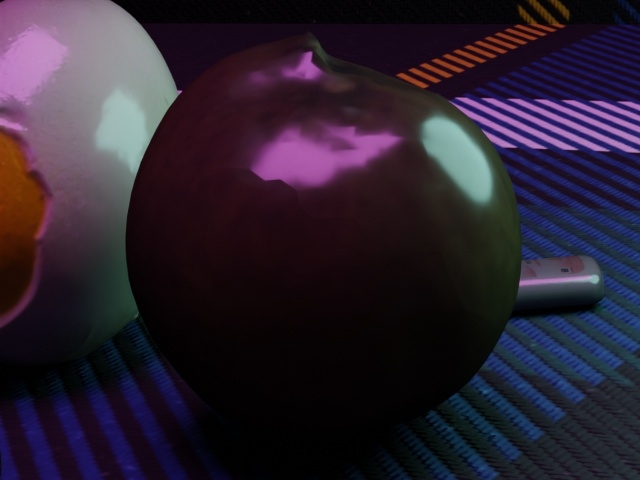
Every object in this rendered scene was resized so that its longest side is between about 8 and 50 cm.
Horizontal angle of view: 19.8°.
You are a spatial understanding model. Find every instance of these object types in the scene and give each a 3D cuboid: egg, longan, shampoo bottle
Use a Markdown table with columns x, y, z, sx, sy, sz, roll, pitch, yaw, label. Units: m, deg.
| x | y | z | sx | sy | sz | roll | pitch | yaw | label |
| --- | --- | --- | --- | --- | --- | --- | --- | --- | --- |
| -0.253 | -0.059 | 1.630 | 0.283 | 0.345 | 0.283 | 20 | -11 | 4 | egg |
| 0.000 | 0.000 | 1.391 | 0.319 | 0.319 | 0.319 | -4 | 15 | 1 | longan |
| 0.172 | 0.041 | 1.672 | 0.165 | 0.040 | 0.080 | -4 | 17 | -1 | shampoo bottle |
